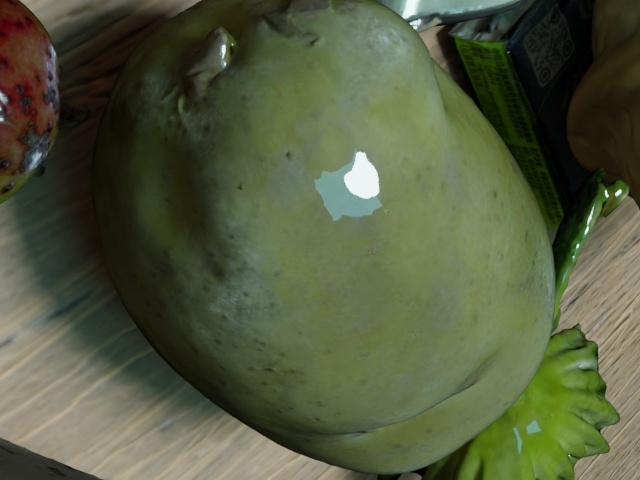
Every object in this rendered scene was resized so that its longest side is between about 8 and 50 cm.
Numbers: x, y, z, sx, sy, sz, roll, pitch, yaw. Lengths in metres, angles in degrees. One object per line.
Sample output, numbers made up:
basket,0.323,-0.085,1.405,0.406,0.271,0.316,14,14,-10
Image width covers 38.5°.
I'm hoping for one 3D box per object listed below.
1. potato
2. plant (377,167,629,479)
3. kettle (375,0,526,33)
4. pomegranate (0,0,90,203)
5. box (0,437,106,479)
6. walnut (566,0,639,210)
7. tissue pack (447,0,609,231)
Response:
potato,0.000,0.000,0.557,0.326,0.243,0.221,46,47,-35
plant,0.126,0.108,0.734,0.251,0.180,0.333,-57,146,-19
kettle,0.077,-0.279,0.585,0.240,0.165,0.255,-53,143,-55
pomegranate,-0.175,-0.065,0.448,0.159,0.129,0.129,15,96,-46
box,-0.210,0.211,0.376,0.190,0.297,0.225,23,89,-2
walnut,0.366,-0.117,0.692,0.381,0.381,0.381,-18,118,-37
tissue pack,0.217,-0.143,0.818,0.173,0.073,0.235,-51,133,-19
